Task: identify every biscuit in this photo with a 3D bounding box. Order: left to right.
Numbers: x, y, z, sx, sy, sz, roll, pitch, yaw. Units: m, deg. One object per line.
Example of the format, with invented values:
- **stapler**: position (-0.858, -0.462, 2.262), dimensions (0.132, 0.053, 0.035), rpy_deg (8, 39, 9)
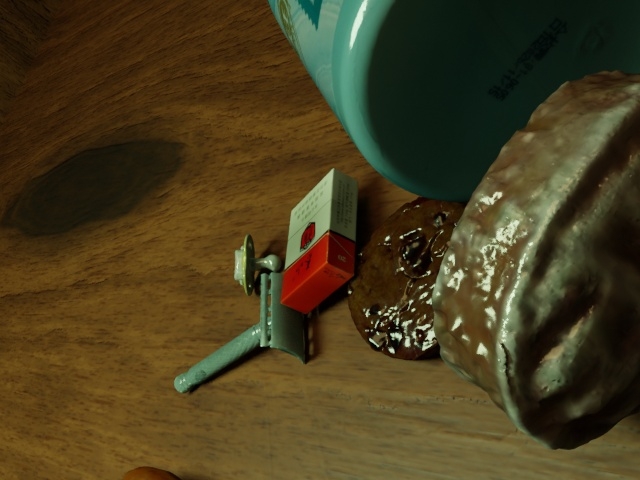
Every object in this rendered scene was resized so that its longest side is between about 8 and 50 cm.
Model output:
- **biscuit**: position (0.103, 0.037, 0.807), dimensions (0.192, 0.049, 0.192), rpy_deg (-32, 44, 37)

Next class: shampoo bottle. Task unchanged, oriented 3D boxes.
- **shampoo bottle**: position (0.126, -0.259, 0.766), dimensions (0.331, 0.331, 0.343), rpy_deg (-43, 41, 17)

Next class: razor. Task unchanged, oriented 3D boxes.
- **razor**: position (-0.111, 0.141, 0.970), dimensions (0.232, 0.068, 0.106), rpy_deg (-35, 41, 35)

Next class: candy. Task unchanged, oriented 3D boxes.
- **candy**: position (0.210, 0.007, 0.576), dimensions (0.289, 0.214, 0.157), rpy_deg (-57, 32, -1)

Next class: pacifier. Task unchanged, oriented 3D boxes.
- **pacifier**: position (-0.083, 0.033, 1.022), dimensions (0.064, 0.068, 0.083), rpy_deg (-2, 78, 9)

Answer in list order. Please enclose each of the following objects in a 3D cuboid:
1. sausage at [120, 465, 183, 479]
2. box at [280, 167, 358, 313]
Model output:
- **sausage**: position (-0.141, 0.331, 0.839), dimensions (0.300, 0.083, 0.089), rpy_deg (12, 67, 48)
- **box**: position (0.000, 0.000, 0.922), dimensions (0.100, 0.048, 0.152), rpy_deg (-45, 27, 42)
